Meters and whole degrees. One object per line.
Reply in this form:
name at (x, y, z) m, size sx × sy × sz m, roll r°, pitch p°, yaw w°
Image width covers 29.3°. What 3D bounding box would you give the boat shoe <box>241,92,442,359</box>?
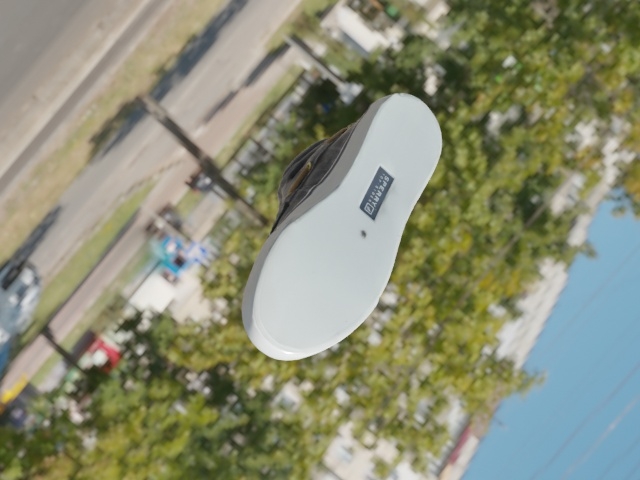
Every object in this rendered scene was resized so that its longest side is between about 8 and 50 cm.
boat shoe at (0.000, 0.000, 0.667) m, size 0.083 × 0.065 × 0.183 m, roll -27°, pitch -157°, yaw 51°
